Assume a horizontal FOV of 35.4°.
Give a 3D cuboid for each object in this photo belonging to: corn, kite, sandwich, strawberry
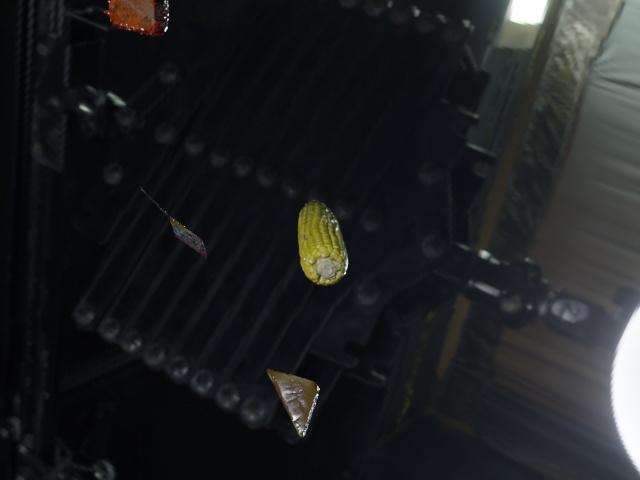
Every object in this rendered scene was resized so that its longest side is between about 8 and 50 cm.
[{"bbox_3d":[0.000,0.000,1.469,0.203,0.072,0.072,-101,23,-66],"label":"corn"},{"bbox_3d":[-0.119,-0.013,0.810,0.002,0.078,0.044,-50,4,-21],"label":"kite"},{"bbox_3d":[-0.021,0.166,1.069,0.044,0.083,0.031,-23,-23,-8],"label":"sandwich"},{"bbox_3d":[-0.199,-0.279,1.142,0.048,0.152,0.104,14,-54,-43],"label":"strawberry"}]
